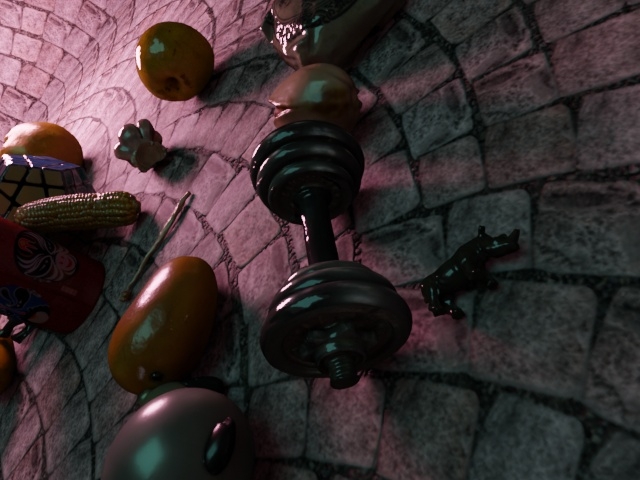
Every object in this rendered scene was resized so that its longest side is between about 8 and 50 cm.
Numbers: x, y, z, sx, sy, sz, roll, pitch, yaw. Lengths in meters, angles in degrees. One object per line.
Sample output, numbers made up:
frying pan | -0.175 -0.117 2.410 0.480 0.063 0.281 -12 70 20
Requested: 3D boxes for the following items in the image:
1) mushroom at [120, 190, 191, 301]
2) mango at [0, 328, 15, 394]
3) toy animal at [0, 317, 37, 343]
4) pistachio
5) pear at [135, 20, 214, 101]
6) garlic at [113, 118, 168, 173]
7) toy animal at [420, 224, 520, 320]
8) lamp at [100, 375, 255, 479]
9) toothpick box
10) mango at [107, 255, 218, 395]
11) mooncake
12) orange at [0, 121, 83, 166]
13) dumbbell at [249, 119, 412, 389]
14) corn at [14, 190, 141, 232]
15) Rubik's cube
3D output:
mushroom | -0.370 0.010 1.084 0.028 0.026 0.286 21 76 31
mango | -0.855 0.316 1.243 0.138 0.113 0.253 -57 38 7
toy animal | -0.810 0.163 1.312 0.245 0.114 0.146 42 91 24
pistachio | -0.014 -0.233 0.838 0.215 0.144 0.143 6 67 57
pear | -0.388 -0.486 1.297 0.209 0.209 0.208 -22 50 30
garlic | -0.475 -0.260 1.294 0.131 0.127 0.194 -49 22 10
toy animal | 0.175 0.031 0.563 0.135 0.047 0.065 -46 34 16
lamp | -0.185 0.280 0.635 0.197 0.198 0.244 -56 19 -3
toothpick box | -0.703 0.070 1.107 0.204 0.333 0.204 -23 50 30
mango | -0.251 0.131 0.806 0.176 0.139 0.254 -13 49 43
mooncake | 0.009 -0.457 0.970 0.250 0.136 0.254 -46 43 3
orange | -0.943 -0.267 1.620 0.279 0.235 0.278 -30 40 30
dumbbell | 0.000 0.000 0.643 0.179 0.179 0.405 -31 46 24
corn | -0.589 -0.066 1.180 0.292 0.101 0.101 -8 48 -8
Rubik's cube | -0.773 -0.087 1.324 0.319 0.319 0.263 29 111 48
